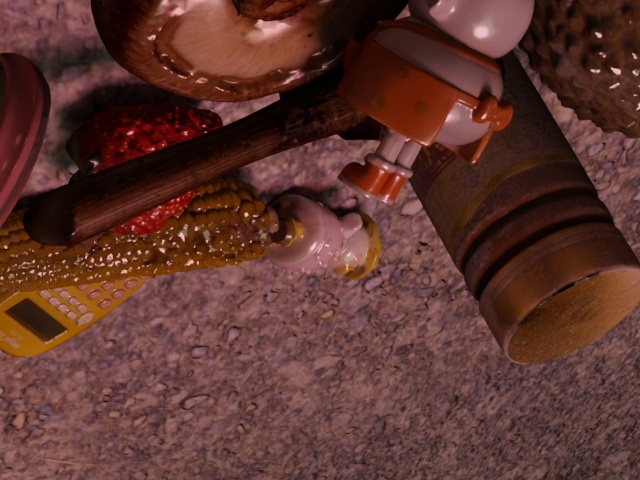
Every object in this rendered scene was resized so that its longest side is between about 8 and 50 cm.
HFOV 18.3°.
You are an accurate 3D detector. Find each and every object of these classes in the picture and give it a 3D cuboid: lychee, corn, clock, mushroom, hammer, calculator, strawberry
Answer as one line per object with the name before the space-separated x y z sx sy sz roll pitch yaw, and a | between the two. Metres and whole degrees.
lychee | 0.298 -0.221 1.800 0.255 0.274 0.255 -4 160 -1
corn | -0.187 -0.005 1.922 0.319 0.097 0.097 -9 149 -27
clock | -0.304 -0.046 1.593 0.244 0.244 0.056 -39 125 22
mushroom | -0.045 -0.230 1.578 0.297 0.163 0.278 -31 163 3
hammer | -0.064 -0.089 1.699 0.408 0.095 0.242 -23 -164 -29
calculator | -0.271 0.060 2.027 0.235 0.032 0.146 -31 153 4
strawberry | -0.157 -0.065 1.809 0.148 0.131 0.131 -2 145 -27

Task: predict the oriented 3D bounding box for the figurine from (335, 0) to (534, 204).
figurine | 0.106 -0.150 1.569 0.271 0.143 0.143 -46 149 15

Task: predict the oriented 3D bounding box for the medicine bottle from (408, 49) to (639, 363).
medicine bottle | 0.170 -0.056 1.895 0.151 0.322 0.151 -21 153 -12

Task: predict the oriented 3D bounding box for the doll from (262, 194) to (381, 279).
doll | 0.000 0.000 2.114 0.129 0.081 0.207 -20 162 31

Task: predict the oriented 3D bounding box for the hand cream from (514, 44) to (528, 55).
hand cream | 0.265 -0.194 2.054 0.080 0.050 0.234 -37 147 20
